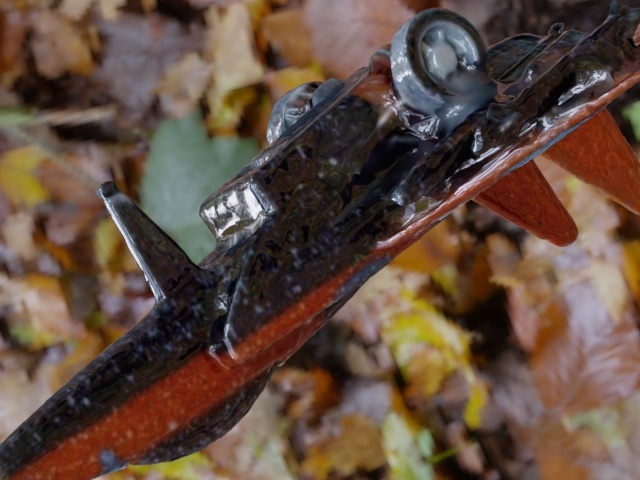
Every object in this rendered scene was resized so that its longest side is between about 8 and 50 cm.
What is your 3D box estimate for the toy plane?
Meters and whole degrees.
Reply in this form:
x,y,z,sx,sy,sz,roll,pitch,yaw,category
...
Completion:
x,y,z,sx,sy,sz,roll,pitch,yaw,category
-0.001,-0.003,0.392,0.130,0.189,0.061,-23,92,55,toy plane
